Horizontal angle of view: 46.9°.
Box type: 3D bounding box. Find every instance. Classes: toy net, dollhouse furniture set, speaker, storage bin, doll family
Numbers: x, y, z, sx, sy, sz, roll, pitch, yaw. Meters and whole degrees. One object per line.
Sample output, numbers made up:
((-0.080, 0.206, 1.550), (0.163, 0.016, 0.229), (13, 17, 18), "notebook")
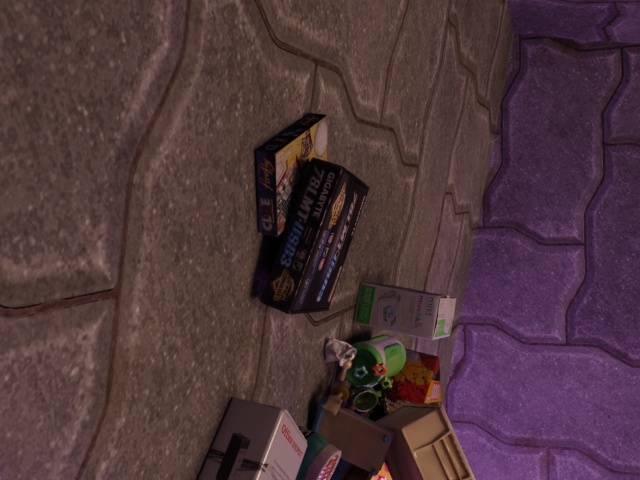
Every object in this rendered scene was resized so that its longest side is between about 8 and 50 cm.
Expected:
((0.096, 0.330, 1.867), (0.232, 0.122, 0.045), (56, 7, -30), "toy net")
((0.131, 0.526, 1.876), (0.198, 0.286, 0.304), (-39, 146, -62), "dollhouse furniture set")
((0.154, 0.336, 2.076), (0.296, 0.131, 0.131), (7, 93, -70), "speaker")
((0.261, 0.557, 1.858), (0.261, 0.123, 0.262), (66, -18, 4), "storage bin")
((0.100, 0.472, 2.075), (0.193, 0.075, 0.112), (1, 94, -72), "doll family")

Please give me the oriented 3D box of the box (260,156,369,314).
((0.000, 0.000, 1.498), (0.293, 0.073, 0.296), (18, 92, -74), "box")

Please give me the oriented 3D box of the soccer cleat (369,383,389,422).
((0.164, 0.467, 2.083), (0.179, 0.060, 0.072), (-92, 175, -62), "soccer cleat")

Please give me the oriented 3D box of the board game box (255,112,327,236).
((-0.050, -0.132, 1.421), (0.243, 0.042, 0.165), (-47, 142, -56), "board game box")

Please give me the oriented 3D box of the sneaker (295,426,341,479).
((-0.067, 0.545, 1.632), (0.108, 0.121, 0.302), (-1, 122, -59), "sneaker")

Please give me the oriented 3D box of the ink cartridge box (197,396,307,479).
((-0.138, 0.459, 1.373), (0.197, 0.114, 0.273), (69, 37, -53), "ink cartridge box")

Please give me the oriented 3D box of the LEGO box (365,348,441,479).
((0.259, 0.644, 2.408), (0.500, 0.193, 0.373), (78, 30, -46), "LEGO box")

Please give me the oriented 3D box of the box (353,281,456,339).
((0.248, 0.197, 2.108), (0.262, 0.231, 0.127), (15, 86, -70), "box")
